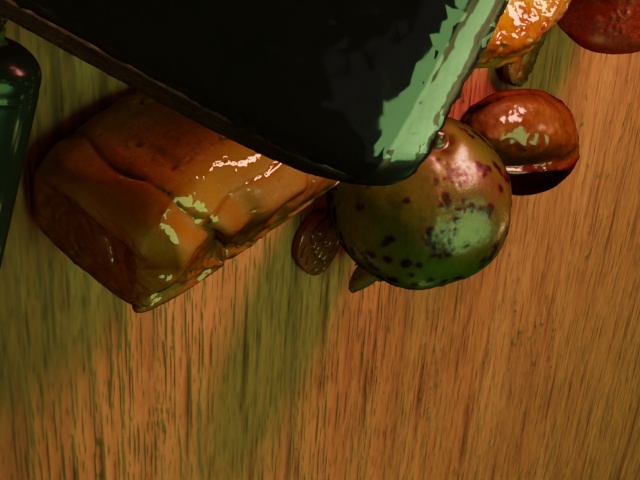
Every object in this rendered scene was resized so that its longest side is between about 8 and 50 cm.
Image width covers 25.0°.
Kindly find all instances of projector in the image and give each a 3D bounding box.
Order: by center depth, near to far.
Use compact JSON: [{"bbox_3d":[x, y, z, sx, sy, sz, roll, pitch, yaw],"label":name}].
[{"bbox_3d":[-0.058,-0.289,0.920,0.395,0.405,0.242,-62,-165,0],"label":"projector"}]

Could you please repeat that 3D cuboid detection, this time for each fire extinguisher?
[{"bbox_3d":[-0.278,-0.060,1.083,0.095,0.114,0.311,-98,-156,-69],"label":"fire extinguisher"}]

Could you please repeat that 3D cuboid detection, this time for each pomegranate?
[{"bbox_3d":[0.104,-0.031,1.619,0.211,0.211,0.263,-40,160,-35],"label":"pomegranate"}]

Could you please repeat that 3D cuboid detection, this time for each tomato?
[{"bbox_3d":[0.391,-0.348,1.818,0.232,0.188,0.232,-42,147,-35],"label":"tomato"}]

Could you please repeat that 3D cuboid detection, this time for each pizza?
[{"bbox_3d":[0.257,-0.236,1.865,0.100,0.029,0.099,-39,151,-32],"label":"pizza"}]

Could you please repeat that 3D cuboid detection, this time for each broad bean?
[{"bbox_3d":[0.243,-0.125,1.839,0.228,0.156,0.122,12,61,-54],"label":"broad bean"}]

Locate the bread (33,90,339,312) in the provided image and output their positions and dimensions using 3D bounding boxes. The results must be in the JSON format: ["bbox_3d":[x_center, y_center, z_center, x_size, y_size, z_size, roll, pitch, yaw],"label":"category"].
[{"bbox_3d":[-0.101,-0.065,1.280,0.294,0.166,0.132,-36,141,-39],"label":"bread"}]

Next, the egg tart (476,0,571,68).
[{"bbox_3d":[0.195,-0.333,1.586,0.294,0.123,0.294,-33,137,-37],"label":"egg tart"}]

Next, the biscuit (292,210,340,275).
[{"bbox_3d":[0.000,0.000,1.655,0.078,0.015,0.091,-59,151,-7],"label":"biscuit"}]
